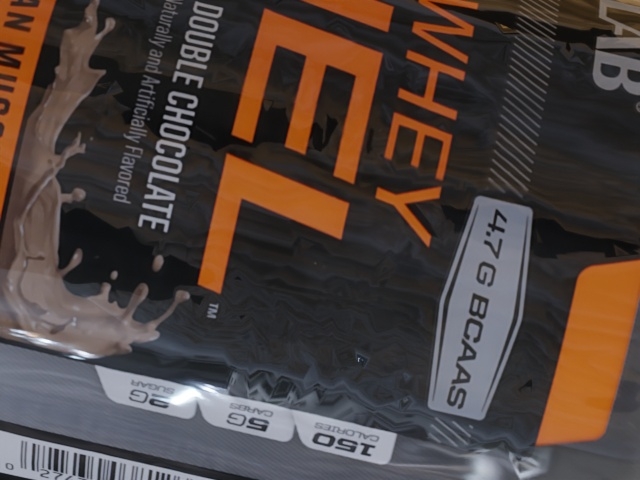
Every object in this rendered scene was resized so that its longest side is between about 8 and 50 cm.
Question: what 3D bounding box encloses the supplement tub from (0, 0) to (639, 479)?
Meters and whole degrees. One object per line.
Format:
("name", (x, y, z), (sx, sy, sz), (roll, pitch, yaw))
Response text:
("supplement tub", (0.000, 0.000, 0.506), (0.338, 0.207, 0.207), (12, -128, 0))
